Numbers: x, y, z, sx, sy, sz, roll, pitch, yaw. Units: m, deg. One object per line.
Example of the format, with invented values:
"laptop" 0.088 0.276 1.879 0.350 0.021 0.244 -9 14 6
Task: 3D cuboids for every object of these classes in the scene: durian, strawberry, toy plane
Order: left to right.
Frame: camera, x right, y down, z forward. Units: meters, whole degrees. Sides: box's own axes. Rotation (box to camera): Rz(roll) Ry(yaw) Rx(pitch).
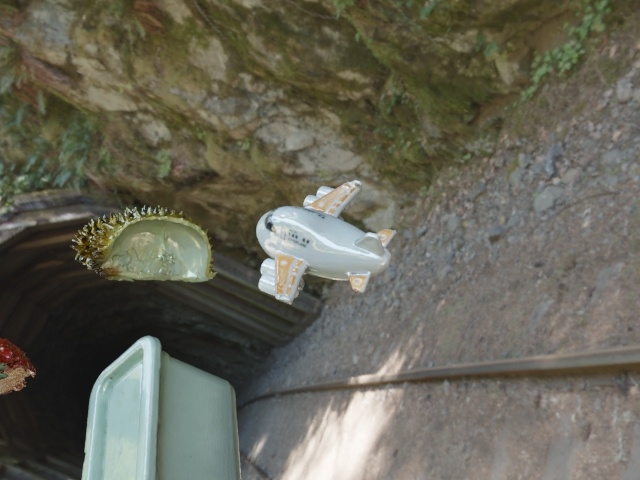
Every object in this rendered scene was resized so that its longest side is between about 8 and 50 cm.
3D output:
"strawberry" -0.575 0.200 0.971 0.236 0.175 0.106 -30 69 46
"durian" -0.300 0.005 1.030 0.144 0.252 0.139 -12 78 55
"toy plane" 0.000 0.000 0.925 0.117 0.245 0.244 66 -142 -51

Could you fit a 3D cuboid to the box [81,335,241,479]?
"box" -0.219 0.319 0.837 0.175 0.183 0.311 -40 40 26
